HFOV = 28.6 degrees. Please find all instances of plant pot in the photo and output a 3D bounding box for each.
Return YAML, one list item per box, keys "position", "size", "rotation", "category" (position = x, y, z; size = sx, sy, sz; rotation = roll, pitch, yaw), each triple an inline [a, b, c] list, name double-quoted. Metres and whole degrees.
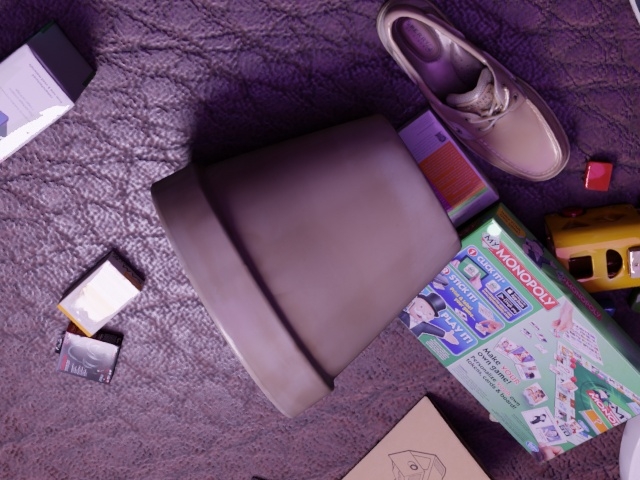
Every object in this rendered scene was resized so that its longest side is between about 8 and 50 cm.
- position: [0.000, 0.000, 1.487]
  size: [0.280, 0.323, 0.323]
  rotation: [-32, 106, 1]
  category: "plant pot"

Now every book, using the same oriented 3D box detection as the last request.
- position: [0.143, -0.084, 1.585]
  size: [0.096, 0.035, 0.144]
  rotation: [-36, 105, 16]
  category: "book"

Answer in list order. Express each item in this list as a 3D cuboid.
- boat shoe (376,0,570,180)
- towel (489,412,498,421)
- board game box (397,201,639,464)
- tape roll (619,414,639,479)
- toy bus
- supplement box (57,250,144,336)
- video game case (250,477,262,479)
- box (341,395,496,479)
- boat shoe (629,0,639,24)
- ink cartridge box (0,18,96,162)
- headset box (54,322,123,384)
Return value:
- position: [0.186, -0.174, 1.515]
  size: [0.109, 0.098, 0.302]
  rotation: [-43, 103, 15]
  category: "boat shoe"
- position: [0.285, 0.182, 1.680]
  size: [0.110, 0.027, 0.148]
  rotation: [3, 110, 0]
  category: "towel"
- position: [0.254, 0.125, 1.585]
  size: [0.317, 0.046, 0.213]
  rotation: [46, 128, -9]
  category: "board game box"
- position: [0.603, 0.303, 1.692]
  size: [0.392, 0.072, 0.392]
  rotation: [0, 109, 1]
  category: "tape roll"
- position: [0.379, 0.012, 1.574]
  size: [0.191, 0.104, 0.202]
  rotation: [34, 108, -10]
  category: "toy bus"
- position: [-0.288, 0.070, 1.648]
  size: [0.098, 0.036, 0.062]
  rotation: [-40, 104, 14]
  category: "supplement box"
- position: [-0.029, 0.451, 1.788]
  size: [0.212, 0.023, 0.193]
  rotation: [19, 109, -5]
  category: "video game case"
- position: [0.124, 0.337, 1.691]
  size: [0.201, 0.021, 0.164]
  rotation: [-47, 61, 16]
  category: "box"
- position: [0.529, -0.194, 1.471]
  size: [0.186, 0.156, 0.500]
  rotation: [-34, 104, 14]
  category: "boat shoe"
- position: [-0.387, -0.155, 1.507]
  size: [0.212, 0.154, 0.093]
  rotation: [-34, 107, 12]
  category: "ink cartridge box"
- position: [-0.312, 0.150, 1.681]
  size: [0.083, 0.032, 0.062]
  rotation: [16, 110, -6]
  category: "headset box"
